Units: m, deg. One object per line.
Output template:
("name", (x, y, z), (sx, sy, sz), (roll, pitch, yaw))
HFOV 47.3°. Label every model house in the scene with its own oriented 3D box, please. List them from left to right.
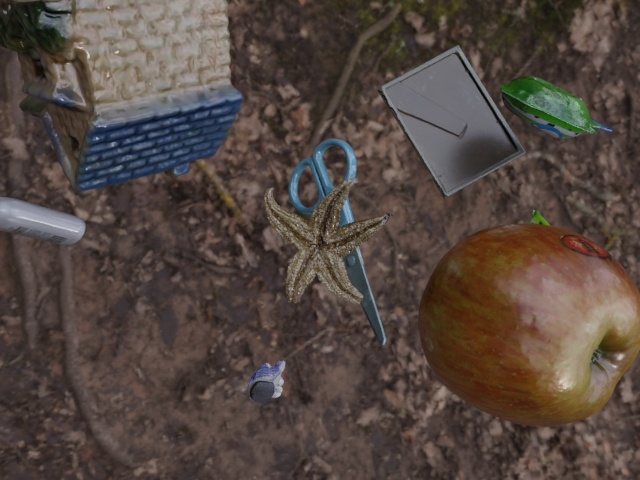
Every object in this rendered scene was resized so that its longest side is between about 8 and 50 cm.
("model house", (-0.431, -0.300, 1.434), (0.395, 0.445, 0.400), (-28, 124, -39))

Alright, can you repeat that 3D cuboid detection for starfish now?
("starfish", (0.000, 0.000, 1.195), (0.240, 0.227, 0.043), (44, 6, -11))

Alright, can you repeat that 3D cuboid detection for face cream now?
("face cream", (-0.696, -0.053, 1.666), (0.291, 0.144, 0.071), (17, 71, -40))

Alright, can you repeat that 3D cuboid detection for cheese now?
("cheese", (0.465, -0.251, 1.426), (0.320, 0.083, 0.204), (4, 30, -44))

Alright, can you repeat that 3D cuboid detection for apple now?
("apple", (0.289, 0.117, 0.971), (0.309, 0.250, 0.277), (-6, 101, -16))

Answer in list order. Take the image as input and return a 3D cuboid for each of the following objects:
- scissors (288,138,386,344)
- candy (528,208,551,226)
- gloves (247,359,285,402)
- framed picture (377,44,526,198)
("scissors", (0.051, 0.006, 1.483), (0.029, 0.192, 0.447), (6, 57, -46))
("candy", (0.445, 0.023, 1.450), (0.032, 0.102, 0.178), (13, 28, -25))
("gloves", (-0.148, 0.397, 2.062), (0.097, 0.119, 0.229), (41, 5, 10))
("framed picture", (0.290, -0.265, 1.615), (0.289, 0.213, 0.016), (60, -6, 8))
